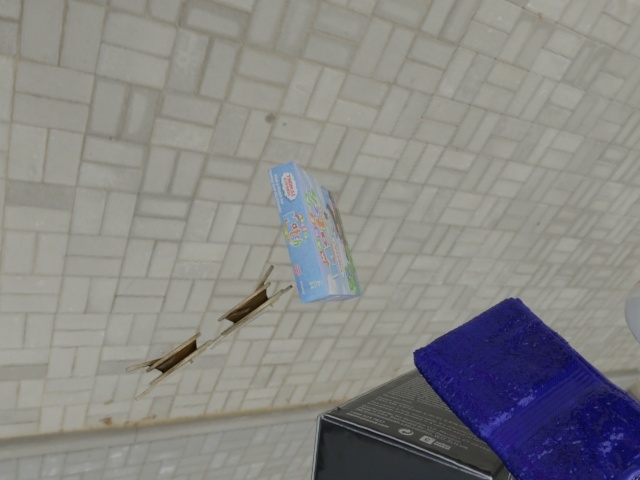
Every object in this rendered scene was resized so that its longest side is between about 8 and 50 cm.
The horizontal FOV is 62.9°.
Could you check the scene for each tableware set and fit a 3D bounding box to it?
[{"bbox_3d":[-0.129,0.101,0.608,0.194,0.039,0.128,-35,180,8],"label":"tableware set"}]

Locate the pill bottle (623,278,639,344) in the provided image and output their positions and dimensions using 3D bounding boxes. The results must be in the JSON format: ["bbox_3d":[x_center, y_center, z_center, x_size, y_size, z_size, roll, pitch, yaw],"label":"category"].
[{"bbox_3d":[0.518,0.033,0.632,0.278,0.162,0.162,-39,137,-15],"label":"pill bottle"}]

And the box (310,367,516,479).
[{"bbox_3d":[0.217,0.520,0.965,0.472,0.298,0.478,-1,98,-57],"label":"box"}]

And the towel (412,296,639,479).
[{"bbox_3d":[0.311,0.218,0.746,0.228,0.308,0.076,-22,134,-24],"label":"towel"}]

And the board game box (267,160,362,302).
[{"bbox_3d":[0.000,0.000,0.683,0.039,0.160,0.211,-17,171,13],"label":"board game box"}]
